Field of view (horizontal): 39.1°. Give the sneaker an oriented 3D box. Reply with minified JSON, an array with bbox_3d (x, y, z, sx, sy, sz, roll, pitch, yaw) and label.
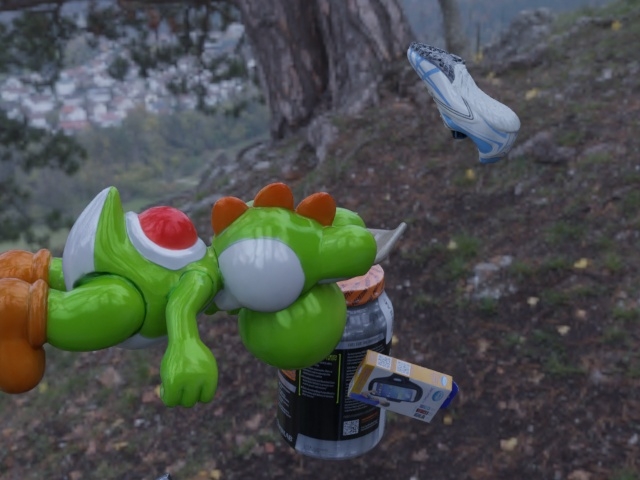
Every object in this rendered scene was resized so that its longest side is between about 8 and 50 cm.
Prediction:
[{"bbox_3d":[0.190,-0.202,1.288,0.085,0.086,0.237,-3,45,-38],"label":"sneaker"}]

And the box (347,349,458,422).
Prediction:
[{"bbox_3d":[0.112,0.198,1.201,0.136,0.081,0.028,19,44,-3],"label":"box"}]

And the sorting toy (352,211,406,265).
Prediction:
[{"bbox_3d":[0.000,0.000,1.238,0.228,0.041,0.307,1,10,12],"label":"sorting toy"}]

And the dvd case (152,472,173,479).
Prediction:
[{"bbox_3d":[-0.327,0.605,1.781,0.179,0.239,0.029,-26,3,1],"label":"dvd case"}]

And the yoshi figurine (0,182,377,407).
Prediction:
[{"bbox_3d":[-0.120,0.071,0.866,0.361,0.204,0.203,-10,-22,-9],"label":"yoshi figurine"}]

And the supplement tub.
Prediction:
[{"bbox_3d":[0.023,0.192,1.527,0.193,0.316,0.194,2,24,-1],"label":"supplement tub"}]
